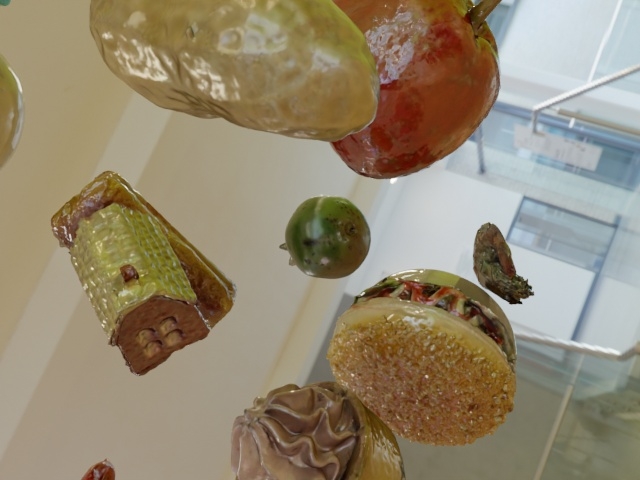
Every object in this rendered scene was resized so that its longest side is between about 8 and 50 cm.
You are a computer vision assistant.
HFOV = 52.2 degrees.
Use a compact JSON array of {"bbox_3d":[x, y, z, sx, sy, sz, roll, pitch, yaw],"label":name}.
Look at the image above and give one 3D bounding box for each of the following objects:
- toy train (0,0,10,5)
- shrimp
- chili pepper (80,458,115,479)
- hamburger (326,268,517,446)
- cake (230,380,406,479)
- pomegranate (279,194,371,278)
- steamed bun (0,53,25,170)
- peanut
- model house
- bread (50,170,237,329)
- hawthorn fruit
[{"bbox_3d":[-0.742,-0.525,1.300,0.159,0.248,0.101,78,-161,-73],"label":"toy train"},{"bbox_3d":[0.257,0.038,0.939,0.190,0.042,0.101,-111,19,-66],"label":"shrimp"},{"bbox_3d":[-0.320,0.369,0.922,0.050,0.059,0.191,-41,16,10],"label":"chili pepper"},{"bbox_3d":[0.153,0.184,0.987,0.170,0.301,0.302,-52,-25,-50],"label":"hamburger"},{"bbox_3d":[-0.021,0.249,0.734,0.178,0.185,0.208,43,-152,-39],"label":"cake"},{"bbox_3d":[0.000,0.000,1.374,0.182,0.181,0.224,-59,16,-26],"label":"pomegranate"},{"bbox_3d":[-0.776,-0.242,1.315,0.241,0.374,0.375,87,-152,-72],"label":"steamed bun"},{"bbox_3d":[-0.081,-0.167,0.570,0.149,0.313,0.149,-28,-51,-42],"label":"peanut"},{"bbox_3d":[-0.297,0.068,1.052,0.160,0.196,0.254,-25,-27,-16],"label":"model house"},{"bbox_3d":[-0.346,0.046,1.298,0.185,0.380,0.109,-40,20,11],"label":"bread"},{"bbox_3d":[0.132,-0.251,0.908,0.330,0.287,0.287,-35,-2,29],"label":"hawthorn fruit"}]
